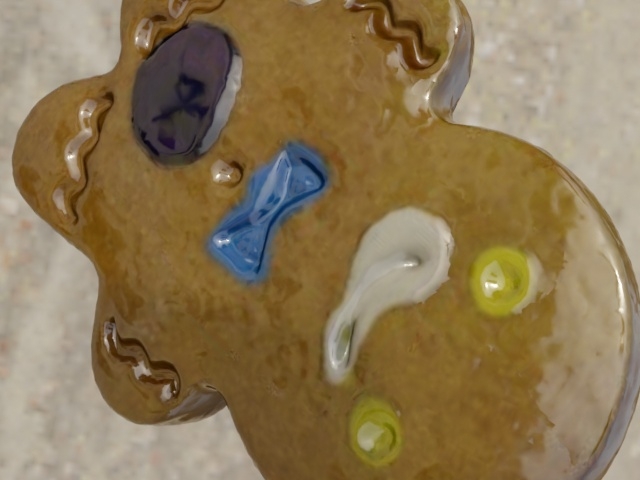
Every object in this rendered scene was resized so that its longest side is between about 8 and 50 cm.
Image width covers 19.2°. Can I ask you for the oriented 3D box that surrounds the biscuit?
[{"bbox_3d":[0.000,0.000,0.610,0.180,0.236,0.039,-54,157,11],"label":"biscuit"}]
